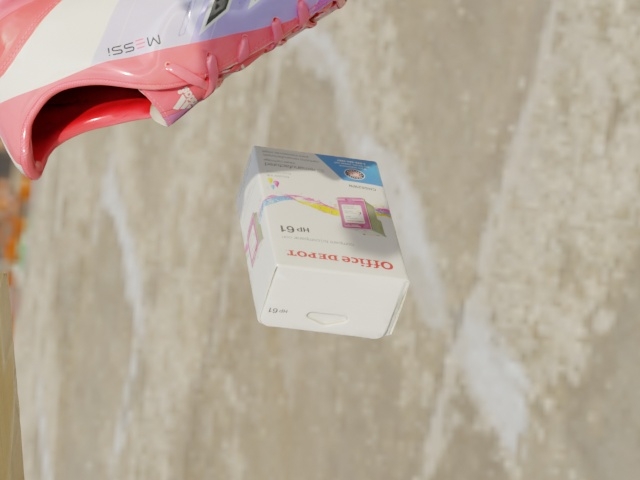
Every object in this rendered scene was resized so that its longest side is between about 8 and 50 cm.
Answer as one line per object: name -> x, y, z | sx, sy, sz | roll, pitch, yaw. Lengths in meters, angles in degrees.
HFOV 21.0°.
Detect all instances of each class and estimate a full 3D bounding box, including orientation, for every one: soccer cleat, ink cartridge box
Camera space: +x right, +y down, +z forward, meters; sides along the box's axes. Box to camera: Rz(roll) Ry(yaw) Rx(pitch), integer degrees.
soccer cleat -> -0.050, -0.108, 0.839 | 0.083, 0.248, 0.095 | 49, -156, -66
ink cartridge box -> 0.000, 0.000, 1.097 | 0.122, 0.088, 0.052 | -102, 25, -47

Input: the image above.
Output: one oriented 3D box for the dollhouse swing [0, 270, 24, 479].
dollhouse swing -> -0.386, 0.152, 1.051 | 0.305, 0.347, 0.315 | -85, -6, -68
